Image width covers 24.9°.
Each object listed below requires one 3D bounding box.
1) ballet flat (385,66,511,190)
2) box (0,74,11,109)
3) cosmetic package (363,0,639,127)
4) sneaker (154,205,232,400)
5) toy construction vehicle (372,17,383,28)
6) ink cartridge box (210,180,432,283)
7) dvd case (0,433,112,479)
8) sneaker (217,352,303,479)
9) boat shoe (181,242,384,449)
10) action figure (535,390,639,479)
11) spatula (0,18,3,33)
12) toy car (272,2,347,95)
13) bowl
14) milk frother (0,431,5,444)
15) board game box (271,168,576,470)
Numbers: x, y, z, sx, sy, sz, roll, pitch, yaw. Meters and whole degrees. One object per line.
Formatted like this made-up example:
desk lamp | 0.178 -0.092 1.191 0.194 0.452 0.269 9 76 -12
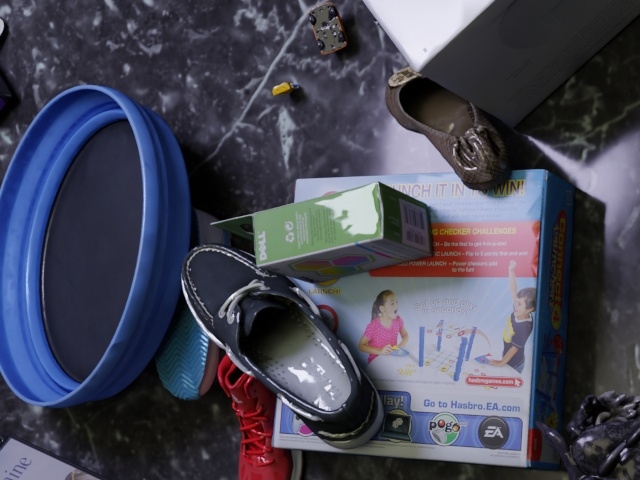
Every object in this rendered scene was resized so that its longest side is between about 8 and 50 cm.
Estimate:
ballet flat | 0.131 -0.135 1.549 0.084 0.058 0.250 -29 36 -1
box | -0.572 -0.248 1.993 0.165 0.143 0.270 -46 61 19
cosmetic package | 0.197 -0.260 1.485 0.224 0.225 0.138 -42 59 18
sneaker | -0.138 0.075 1.703 0.087 0.092 0.228 -9 72 32
toy construction vehicle | 0.110 -0.265 1.660 0.098 0.035 0.086 38 90 29
ink cartridge box | 0.000 0.000 1.520 0.209 0.109 0.062 -13 72 29
dvd case | -0.313 0.340 1.700 0.253 0.022 0.180 20 49 18
sneaker | -0.080 0.203 1.620 0.087 0.128 0.221 -2 78 33
boat shoe | -0.049 0.092 1.529 0.302 0.091 0.114 38 80 28
action figure | 0.320 0.179 1.373 0.275 0.141 0.164 -46 61 -2
spatula | -0.547 -0.237 2.070 0.168 0.019 0.242 36 100 31
toy car | -0.017 -0.227 1.722 0.122 0.040 0.060 -37 84 18
bowl | -0.285 0.009 1.755 0.391 0.077 0.391 -17 67 49
milk frother | -0.451 0.312 1.827 0.129 0.135 0.143 -45 60 16
board game box | 0.109 0.083 1.553 0.308 0.086 0.301 0 80 32
